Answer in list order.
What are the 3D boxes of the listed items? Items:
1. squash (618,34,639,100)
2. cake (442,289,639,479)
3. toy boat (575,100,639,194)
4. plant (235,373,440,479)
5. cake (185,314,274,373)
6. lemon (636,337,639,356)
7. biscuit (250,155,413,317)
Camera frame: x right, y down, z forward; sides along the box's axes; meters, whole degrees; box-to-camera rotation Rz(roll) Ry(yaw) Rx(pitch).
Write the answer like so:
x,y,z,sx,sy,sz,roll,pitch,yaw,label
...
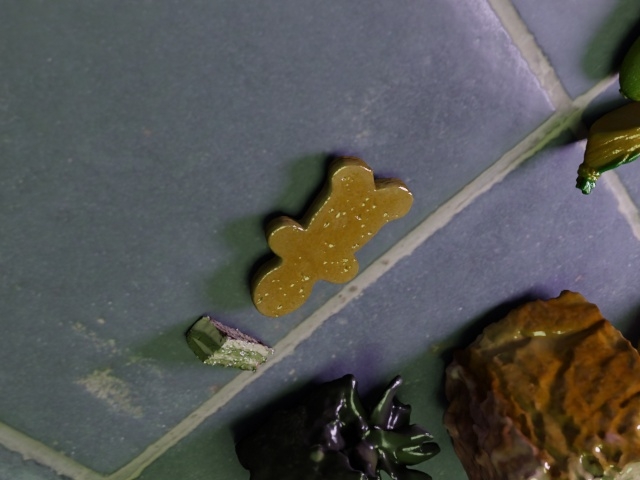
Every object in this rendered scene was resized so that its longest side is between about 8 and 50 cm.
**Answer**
x,y,z,sx,sy,sz,roll,pitch,yaw,label
0.445,-0.249,1.389,0.095,0.095,0.188,15,122,-37,squash
0.353,0.292,1.651,0.293,0.314,0.307,-23,144,-7,cake
0.431,-0.133,1.474,0.229,0.089,0.088,-23,121,-15,toy boat
0.031,0.311,1.560,0.276,0.188,0.199,-25,136,-8,plant
-0.107,0.145,1.440,0.051,0.055,0.140,-51,135,9,cake
0.702,0.235,1.762,0.364,0.364,0.364,-15,133,-17,lemon
-0.001,-0.001,1.384,0.240,0.035,0.158,-46,132,13,biscuit
